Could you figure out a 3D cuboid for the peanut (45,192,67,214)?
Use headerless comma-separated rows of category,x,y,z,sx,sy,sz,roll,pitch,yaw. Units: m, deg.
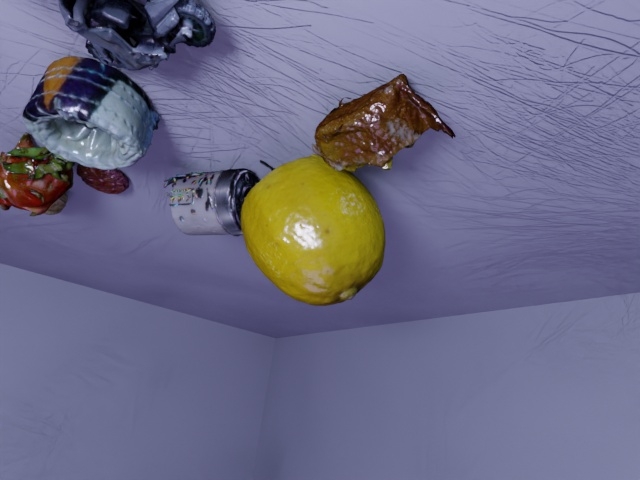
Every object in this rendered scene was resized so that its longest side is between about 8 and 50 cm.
peanut,-0.908,-0.130,1.364,0.080,0.080,0.175,26,151,-35

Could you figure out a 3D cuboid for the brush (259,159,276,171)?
brush,-0.131,-0.193,1.082,0.024,0.008,0.083,-12,150,42

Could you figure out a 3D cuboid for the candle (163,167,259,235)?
candle,-0.323,-0.104,1.133,0.331,0.187,0.187,-1,154,21

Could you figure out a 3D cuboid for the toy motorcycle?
toy motorcycle,-0.311,-0.360,0.664,0.271,0.105,0.159,-1,160,28

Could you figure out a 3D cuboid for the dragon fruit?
dragon fruit,-0.773,-0.180,1.077,0.200,0.198,0.269,-29,-174,-41

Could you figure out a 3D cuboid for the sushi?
sushi,0.110,-0.213,0.813,0.297,0.166,0.179,-20,124,32

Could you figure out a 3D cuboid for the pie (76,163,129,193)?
pie,-0.654,-0.188,1.213,0.155,0.036,0.154,6,154,3

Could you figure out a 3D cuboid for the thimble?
thimble,-0.483,-0.261,0.872,0.238,0.150,0.237,5,156,2

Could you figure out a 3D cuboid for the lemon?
lemon,0.000,0.000,0.991,0.365,0.363,0.364,6,155,3
